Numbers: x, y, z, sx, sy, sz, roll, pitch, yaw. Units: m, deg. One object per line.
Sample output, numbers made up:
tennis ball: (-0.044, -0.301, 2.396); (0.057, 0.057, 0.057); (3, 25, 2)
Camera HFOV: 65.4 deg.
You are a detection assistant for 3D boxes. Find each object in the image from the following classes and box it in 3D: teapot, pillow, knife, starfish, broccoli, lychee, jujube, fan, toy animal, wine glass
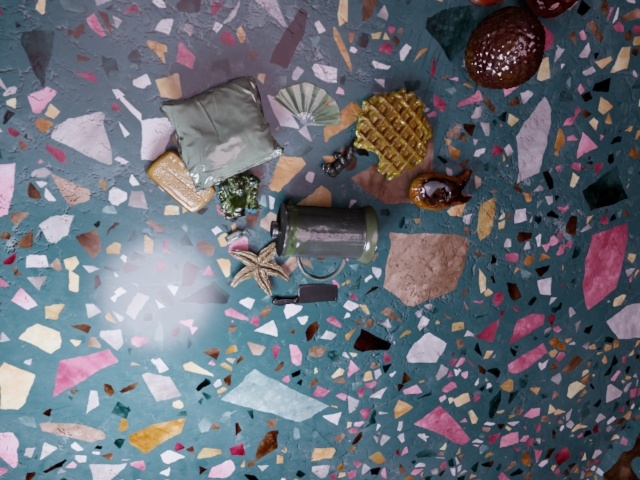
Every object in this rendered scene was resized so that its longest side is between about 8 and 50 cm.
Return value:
teapot: (0.000, 0.000, 1.657); (0.337, 0.200, 0.270); (3, 100, -15)
pillow: (-0.288, -0.330, 1.489); (0.310, 0.138, 0.283); (-26, 98, -14)
knife: (-0.055, 0.194, 1.801); (0.246, 0.019, 0.072); (-3, 104, -18)
starfish: (-0.201, 0.088, 1.709); (0.240, 0.043, 0.227); (-43, 115, -4)
broccoli: (-0.253, -0.127, 1.566); (0.167, 0.160, 0.154); (-21, 130, 10)
lychee: (0.597, -0.617, 1.613); (0.261, 0.260, 0.260); (-5, 108, -15)
jujube: (0.788, -0.850, 1.643); (0.250, 0.174, 0.174); (-48, 113, -10)
fan: (-0.035, -0.438, 1.614); (0.240, 0.009, 0.131); (16, 99, -20)
toy animal: (0.071, -0.270, 1.676); (0.135, 0.047, 0.065); (-46, 118, -5)
wine glass: (-0.276, -0.014, 1.657); (0.083, 0.039, 0.042); (-27, 101, -4)

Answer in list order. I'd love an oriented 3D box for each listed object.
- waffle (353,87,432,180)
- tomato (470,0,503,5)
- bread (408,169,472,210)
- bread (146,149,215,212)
waffle: (0.246, -0.361, 1.686); (0.282, 0.058, 0.300); (-29, 115, -10)
tomato: (0.563, -0.877, 1.602); (0.228, 0.101, 0.227); (-6, 111, -15)
bread: (0.431, -0.181, 1.791); (0.269, 0.095, 0.139); (-9, 112, -28)
bread: (-0.429, -0.184, 1.540); (0.116, 0.077, 0.200); (-46, 115, 0)
